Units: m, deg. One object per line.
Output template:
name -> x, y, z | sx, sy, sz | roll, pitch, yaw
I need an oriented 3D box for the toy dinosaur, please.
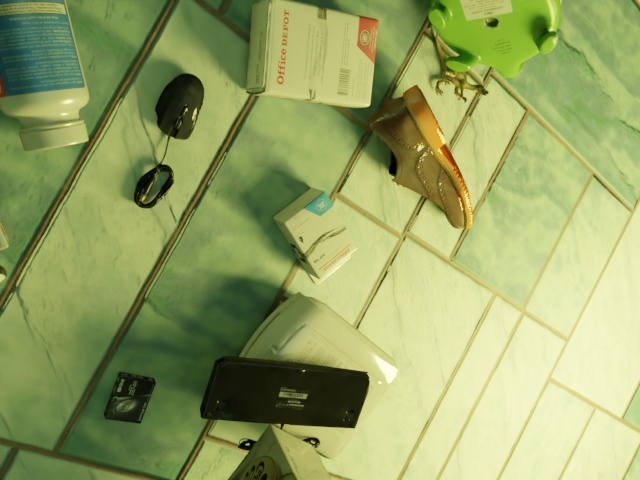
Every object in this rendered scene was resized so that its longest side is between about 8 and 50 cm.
toy dinosaur -> 0.277, -0.355, 1.208 | 0.183, 0.053, 0.093 | 42, 63, -18

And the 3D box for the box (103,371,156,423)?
box -> -0.344, 0.284, 1.028 | 0.067, 0.018, 0.083 | 21, 91, -30

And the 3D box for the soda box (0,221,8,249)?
soda box -> -0.574, 0.013, 0.817 | 0.216, 0.069, 0.074 | -25, 111, -22

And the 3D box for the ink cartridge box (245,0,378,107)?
ink cartridge box -> -0.016, -0.330, 1.023 | 0.217, 0.092, 0.159 | 0, 101, -30

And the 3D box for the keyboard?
keyboard -> -0.066, 0.315, 1.058 | 0.316, 0.033, 0.202 | 13, 102, -24

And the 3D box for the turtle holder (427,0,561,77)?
turtle holder -> 0.367, -0.470, 1.114 | 0.320, 0.243, 0.228 | 25, 65, -25

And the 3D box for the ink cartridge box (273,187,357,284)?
ink cartridge box -> 0.000, 0.000, 1.124 | 0.104, 0.060, 0.180 | -39, 116, -16

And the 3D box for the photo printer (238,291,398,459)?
photo printer -> -0.019, 0.268, 1.147 | 0.307, 0.107, 0.256 | 41, 83, -28

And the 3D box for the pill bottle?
pill bottle -> -0.407, -0.246, 0.815 | 0.124, 0.124, 0.222 | -16, 107, -24

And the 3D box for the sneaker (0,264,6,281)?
sneaker -> -0.558, 0.099, 0.852 | 0.190, 0.071, 0.083 | -26, 119, -12

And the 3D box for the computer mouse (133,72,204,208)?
computer mouse -> -0.256, -0.166, 0.962 | 0.071, 0.041, 0.242 | 18, 93, -31

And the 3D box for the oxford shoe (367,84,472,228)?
oxford shoe -> 0.217, -0.148, 1.195 | 0.132, 0.130, 0.364 | -26, 124, 14

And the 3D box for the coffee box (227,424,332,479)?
coffee box -> -0.113, 0.503, 0.989 | 0.118, 0.168, 0.297 | 37, 91, -27
